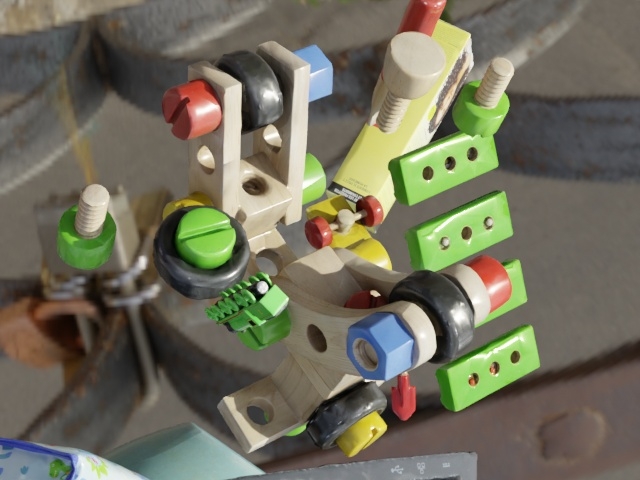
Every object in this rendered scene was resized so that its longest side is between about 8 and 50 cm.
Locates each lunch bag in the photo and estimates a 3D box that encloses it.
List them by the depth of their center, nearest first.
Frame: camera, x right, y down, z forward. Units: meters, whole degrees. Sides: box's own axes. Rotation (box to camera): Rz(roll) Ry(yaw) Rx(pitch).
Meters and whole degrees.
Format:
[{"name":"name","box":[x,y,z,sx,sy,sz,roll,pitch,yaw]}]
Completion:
[{"name":"lunch bag","box":[-0.191,0.176,1.020,0.129,0.151,0.096,40,63,-56]}]

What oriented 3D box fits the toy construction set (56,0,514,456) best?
[{"name":"toy construction set","box":[0.000,0.000,1.087,0.257,0.309,0.237,30,144,5]}]

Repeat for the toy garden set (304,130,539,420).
[{"name":"toy garden set","box":[0.087,0.039,1.434,0.203,0.049,0.244,-24,110,-30]}]

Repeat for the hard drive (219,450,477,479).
[{"name":"hard drive","box":[-0.069,0.134,0.619,0.254,0.054,0.172,1,158,-44]}]

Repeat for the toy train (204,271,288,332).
[{"name":"toy train","box":[-0.037,0.033,0.798,0.023,0.083,0.017,44,69,-7]}]

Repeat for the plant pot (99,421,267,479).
[{"name":"plant pot","box":[-0.130,0.294,1.554,0.290,0.290,0.195,38,81,-24]}]

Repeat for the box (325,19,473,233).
[{"name":"box","box":[0.090,-0.127,1.754,0.058,0.087,0.232,28,80,15]}]
